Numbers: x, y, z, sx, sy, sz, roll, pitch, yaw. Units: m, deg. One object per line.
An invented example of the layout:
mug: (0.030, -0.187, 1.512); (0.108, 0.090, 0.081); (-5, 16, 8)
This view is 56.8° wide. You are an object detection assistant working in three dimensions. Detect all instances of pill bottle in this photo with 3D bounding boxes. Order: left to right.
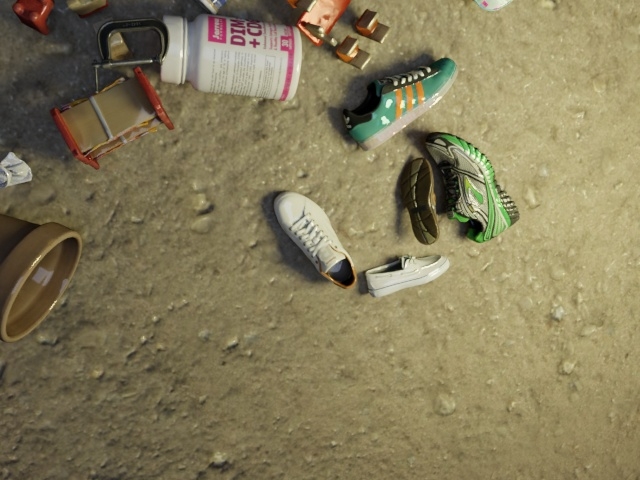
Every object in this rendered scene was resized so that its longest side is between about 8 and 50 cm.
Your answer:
pill bottle: (-0.214, -0.548, 1.263); (0.067, 0.067, 0.120); (40, 92, -21)
pill bottle: (-0.193, -0.391, 1.261); (0.282, 0.160, 0.161); (2, 104, -15)

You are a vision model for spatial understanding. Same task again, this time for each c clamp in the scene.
c clamp: (-0.368, -0.364, 1.149); (0.160, 0.022, 0.137); (-12, 85, -4)

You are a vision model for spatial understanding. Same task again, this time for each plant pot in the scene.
plant pot: (-0.668, 0.042, 1.228); (0.229, 0.263, 0.263); (29, 96, -1)

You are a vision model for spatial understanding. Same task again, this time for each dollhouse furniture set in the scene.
dollhouse furniture set: (-0.481, -0.364, 1.223); (0.201, 0.152, 0.374); (-27, 93, -6)
dollhouse furniture set: (0.045, -0.551, 1.287); (0.262, 0.135, 0.259); (32, 95, -45)

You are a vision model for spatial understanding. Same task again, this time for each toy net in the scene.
toy net: (-0.737, -0.147, 1.244); (0.232, 0.045, 0.122); (14, 100, -18)

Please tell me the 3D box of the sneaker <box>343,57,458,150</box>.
sneaker: (0.188, -0.349, 1.402); (0.302, 0.108, 0.121); (-40, 115, 0)

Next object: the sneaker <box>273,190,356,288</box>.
sneaker: (0.000, 0.000, 1.440); (0.106, 0.123, 0.290); (-41, 109, 1)

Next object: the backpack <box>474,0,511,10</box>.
backpack: (0.392, -0.629, 1.356); (0.166, 0.144, 0.188); (-39, 119, 20)

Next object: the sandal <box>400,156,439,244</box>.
sandal: (0.263, -0.100, 1.504); (0.090, 0.060, 0.220); (-14, 91, 32)

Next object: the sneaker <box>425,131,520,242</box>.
sneaker: (0.366, -0.130, 1.491); (0.146, 0.134, 0.343); (-42, 111, -4)

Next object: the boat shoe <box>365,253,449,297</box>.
boat shoe: (0.226, 0.076, 1.539); (0.226, 0.083, 0.076); (-23, 110, -7)
